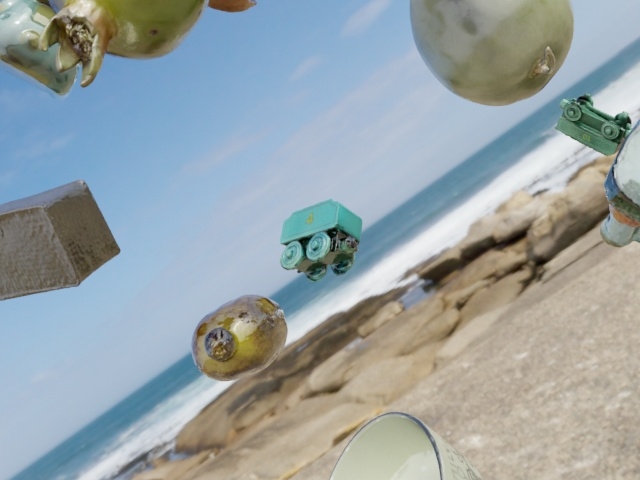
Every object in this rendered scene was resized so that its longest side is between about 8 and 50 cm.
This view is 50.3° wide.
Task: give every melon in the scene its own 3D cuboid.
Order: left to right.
[{"bbox_3d":[0.287,-0.369,1.160,0.272,0.308,0.272,-23,-13,-6],"label":"melon"}]

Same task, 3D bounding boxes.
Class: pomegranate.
[{"bbox_3d":[-0.226,-0.285,0.798,0.198,0.246,0.198,-6,-19,-2],"label":"pomegranate"}]

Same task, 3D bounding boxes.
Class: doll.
[{"bbox_3d":[-0.453,-0.393,1.162,0.260,0.177,0.161,-65,17,-6],"label":"doll"}]

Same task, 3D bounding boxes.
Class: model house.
[{"bbox_3d":[0.593,-0.072,1.180,0.253,0.184,0.291,-56,-24,-20],"label":"model house"}]

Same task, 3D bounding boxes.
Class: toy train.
[{"bbox_3d":[0.000,0.000,1.451,0.198,0.107,0.154,-17,53,40],"label":"toy train"},{"bbox_3d":[0.594,-0.249,1.482,0.070,0.172,0.099,-33,-36,-29],"label":"toy train"}]

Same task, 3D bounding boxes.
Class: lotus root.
[{"bbox_3d":[-0.149,0.181,1.246,0.169,0.141,0.314,-29,-1,10],"label":"lotus root"}]

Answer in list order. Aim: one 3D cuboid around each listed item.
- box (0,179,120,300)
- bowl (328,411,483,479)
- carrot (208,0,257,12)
[{"bbox_3d":[-0.584,0.001,1.407,0.273,0.184,0.143,-11,22,26],"label":"box"},{"bbox_3d":[0.104,0.324,0.766,0.238,0.126,0.237,-47,29,36],"label":"bowl"},{"bbox_3d":[-0.136,-0.546,1.205,0.196,0.196,0.254,-34,8,-31],"label":"carrot"}]
